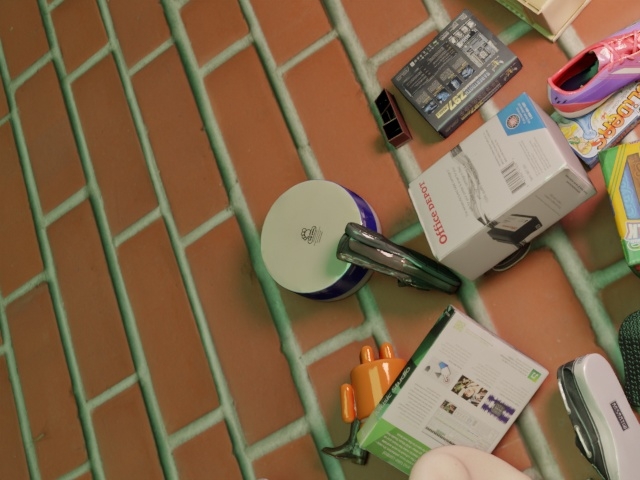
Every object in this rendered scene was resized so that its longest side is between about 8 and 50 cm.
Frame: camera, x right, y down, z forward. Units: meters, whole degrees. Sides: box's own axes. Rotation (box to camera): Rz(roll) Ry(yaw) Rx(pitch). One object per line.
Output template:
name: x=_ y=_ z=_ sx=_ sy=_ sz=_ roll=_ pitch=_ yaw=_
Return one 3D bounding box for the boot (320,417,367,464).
boot: x=0.061 y=0.410 z=1.826 sx=0.106 sy=0.037 sz=0.114 roll=10 pitch=85 yaw=18

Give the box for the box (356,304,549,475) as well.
box: x=0.252 y=0.317 z=1.654 sx=0.232 sy=0.058 sz=0.322 roll=34 pitch=95 yaw=-11

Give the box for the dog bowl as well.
dog bowl: x=0.000 y=0.000 z=1.930 sx=0.264 sy=0.104 sz=0.265 roll=-8 pitch=73 yaw=27

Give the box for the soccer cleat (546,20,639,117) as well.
soccer cleat: x=0.581 y=-0.357 z=1.649 sx=0.318 sy=0.116 sz=0.109 roll=-34 pitch=63 yaw=17

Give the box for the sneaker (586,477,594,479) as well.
sneaker: x=0.498 y=0.505 z=1.549 sx=0.070 sy=0.051 sz=0.134 roll=-38 pitch=59 yaw=17

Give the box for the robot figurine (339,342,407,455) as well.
robot figurine: x=0.133 y=0.323 z=1.756 sx=0.128 sy=0.158 sz=0.219 roll=-29 pitch=62 yaw=44

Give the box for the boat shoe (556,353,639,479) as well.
boat shoe: x=0.513 y=0.360 z=1.555 sx=0.102 sy=0.108 sz=0.301 roll=-37 pitch=71 yaw=53

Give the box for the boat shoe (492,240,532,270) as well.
boat shoe: x=0.405 y=-0.028 z=1.732 sx=0.206 sy=0.065 sz=0.075 roll=-50 pitch=59 yaw=9

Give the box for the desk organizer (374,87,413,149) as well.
desk organizer: x=0.159 y=-0.278 z=1.945 sx=0.047 sy=0.050 sz=0.130 roll=-29 pitch=65 yaw=20

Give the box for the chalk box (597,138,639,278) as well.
chalk box: x=0.633 y=-0.031 z=1.539 sx=0.179 sy=0.180 sz=0.289 roll=-16 pitch=68 yaw=25

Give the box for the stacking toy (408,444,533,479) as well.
stacking toy: x=0.212 y=0.646 z=1.575 sx=0.350 sy=0.350 sz=0.480 roll=48 pitch=120 yaw=30

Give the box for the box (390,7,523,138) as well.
box: x=0.297 y=-0.367 z=1.887 sx=0.232 sy=0.059 sz=0.183 roll=-44 pitch=60 yaw=12

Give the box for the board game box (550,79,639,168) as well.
board game box: x=0.568 y=-0.260 z=1.720 sx=0.201 sy=0.035 sz=0.136 roll=-46 pitch=60 yaw=11

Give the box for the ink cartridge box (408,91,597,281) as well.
ink cartridge box: x=0.349 y=-0.102 z=1.693 sx=0.307 sy=0.129 sz=0.223 roll=-39 pitch=43 yaw=24

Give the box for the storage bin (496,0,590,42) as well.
storage bin: x=0.477 y=-0.612 z=1.815 sx=0.262 sy=0.123 sz=0.260 roll=-49 pitch=59 yaw=10

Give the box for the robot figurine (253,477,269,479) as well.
robot figurine: x=-0.115 y=0.646 z=1.766 sx=0.353 sy=0.199 sz=0.300 roll=-24 pitch=75 yaw=22

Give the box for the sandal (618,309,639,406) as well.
sandal: x=0.590 y=0.216 z=1.585 sx=0.067 sy=0.040 sz=0.179 roll=1 pitch=92 yaw=35

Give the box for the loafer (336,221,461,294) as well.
loafer: x=0.160 y=0.054 z=1.796 sx=0.267 sy=0.096 sz=0.084 roll=27 pitch=104 yaw=0
